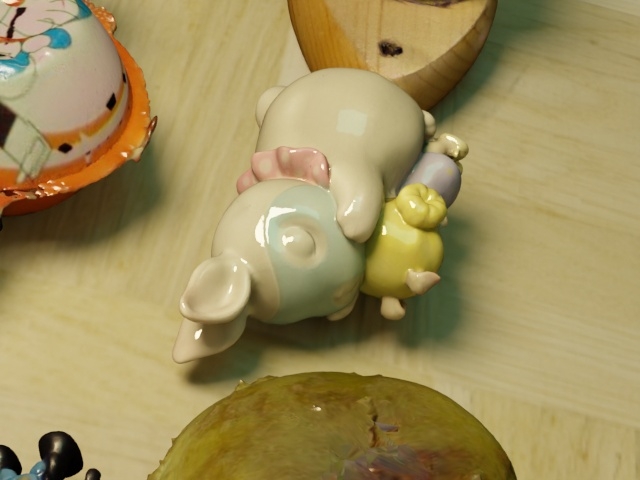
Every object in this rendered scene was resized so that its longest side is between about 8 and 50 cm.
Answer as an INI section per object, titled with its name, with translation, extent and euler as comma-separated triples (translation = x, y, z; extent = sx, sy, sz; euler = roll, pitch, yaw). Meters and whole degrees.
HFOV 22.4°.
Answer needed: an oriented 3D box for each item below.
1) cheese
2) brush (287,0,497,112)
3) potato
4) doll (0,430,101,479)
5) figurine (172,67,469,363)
[cheese]
translation = -0.232, -0.072, 1.048
extent = 0.217, 0.129, 0.329
euler = 24, 45, 6
[brush]
translation = 0.067, -0.214, 1.265
extent = 0.174, 0.166, 0.266
euler = 12, 47, -7
[potato]
translation = -0.002, 0.192, 0.836
extent = 0.210, 0.173, 0.307
euler = 21, 41, -4
[doll]
translation = -0.158, 0.185, 0.863
extent = 0.096, 0.070, 0.195
euler = -17, 41, 6
[figurine]
translation = 0.000, 0.000, 1.069
extent = 0.155, 0.127, 0.235
euler = 27, 49, -5
